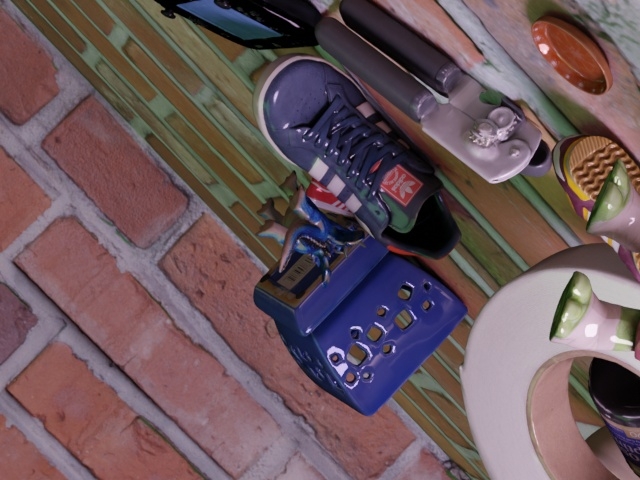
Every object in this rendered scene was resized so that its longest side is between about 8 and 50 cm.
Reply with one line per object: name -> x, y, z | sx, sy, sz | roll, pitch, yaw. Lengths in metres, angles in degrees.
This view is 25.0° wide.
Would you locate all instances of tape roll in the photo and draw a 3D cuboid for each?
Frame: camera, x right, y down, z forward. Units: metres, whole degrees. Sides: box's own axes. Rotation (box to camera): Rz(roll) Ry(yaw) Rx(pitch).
tape roll -> 0.311, 0.190, 1.459 | 0.392, 0.072, 0.392 | 26, 129, 36

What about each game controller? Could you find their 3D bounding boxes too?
game controller -> -0.105, -0.279, 1.751 | 0.166, 0.067, 0.319 | 34, 175, -19

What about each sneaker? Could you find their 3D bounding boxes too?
sneaker -> 0.060, -0.094, 1.743 | 0.350, 0.131, 0.148 | 41, 177, -41
sneaker -> 0.031, -0.075, 2.200 | 0.118, 0.067, 0.042 | 14, -170, -40
sneaker -> 0.280, -0.023, 1.317 | 0.185, 0.069, 0.084 | 54, 177, -11

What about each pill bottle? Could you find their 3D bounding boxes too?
pill bottle -> 0.385, 0.201, 1.607 | 0.123, 0.123, 0.219 | 35, 166, 45

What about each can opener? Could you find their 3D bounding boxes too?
can opener -> 0.109, -0.146, 1.460 | 0.280, 0.074, 0.093 | 41, 170, 23

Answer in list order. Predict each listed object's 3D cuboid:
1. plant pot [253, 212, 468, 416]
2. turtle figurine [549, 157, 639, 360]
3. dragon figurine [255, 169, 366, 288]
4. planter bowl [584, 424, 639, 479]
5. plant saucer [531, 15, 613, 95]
plant pot -> 0.044, 0.098, 2.232 | 0.212, 0.236, 0.236 | 48, 170, -26
turtle figurine -> 0.307, 0.047, 0.983 | 0.266, 0.198, 0.275 | 20, -160, 6
dragon figurine -> 0.000, 0.000, 1.774 | 0.144, 0.085, 0.289 | 39, -174, -14
planter bowl -> 0.420, 0.289, 1.859 | 0.162, 0.109, 0.162 | 44, 169, 10
plant saucer -> 0.209, -0.154, 1.194 | 0.083, 0.013, 0.083 | 44, 171, 9
